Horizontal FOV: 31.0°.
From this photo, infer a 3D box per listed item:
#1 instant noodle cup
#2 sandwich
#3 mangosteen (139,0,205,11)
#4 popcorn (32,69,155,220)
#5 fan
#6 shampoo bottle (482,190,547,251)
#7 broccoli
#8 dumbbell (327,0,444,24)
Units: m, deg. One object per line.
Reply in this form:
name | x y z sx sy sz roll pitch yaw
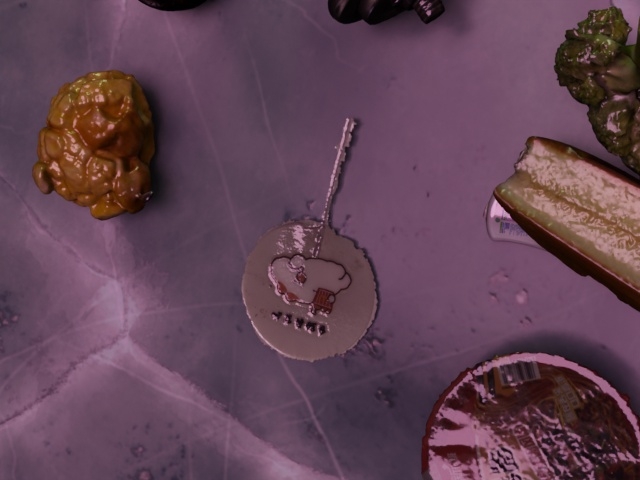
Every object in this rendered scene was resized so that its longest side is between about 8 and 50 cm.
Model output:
instant noodle cup | 0.259 0.259 1.370 0.274 0.091 0.274 1 94 19
sandwich | 0.320 -0.021 1.297 0.236 0.128 0.122 35 89 16
mangosteen | -0.190 -0.371 1.471 0.153 0.152 0.152 1 94 20
popcorn | -0.296 -0.123 1.523 0.163 0.140 0.194 -9 101 12
fan | 0.000 0.000 1.487 0.191 0.009 0.329 16 102 19
shampoo bottle | 0.243 -0.028 1.381 0.099 0.043 0.072 10 100 19
broccoli | 0.378 -0.182 1.221 0.186 0.302 0.254 -47 34 -14
dumbbell | 0.052 -0.375 1.349 0.192 0.192 0.290 -36 83 18
